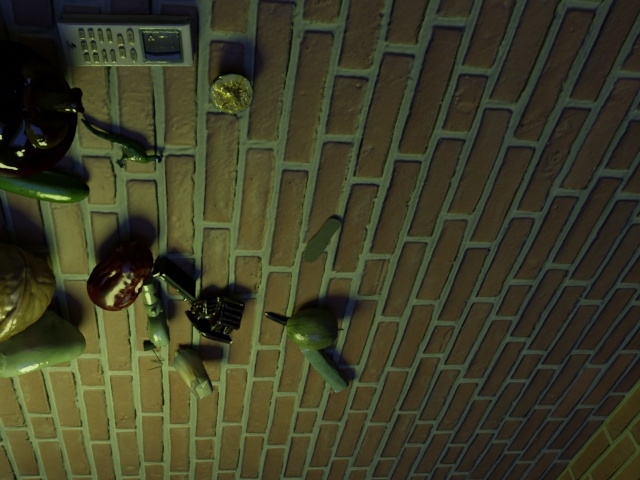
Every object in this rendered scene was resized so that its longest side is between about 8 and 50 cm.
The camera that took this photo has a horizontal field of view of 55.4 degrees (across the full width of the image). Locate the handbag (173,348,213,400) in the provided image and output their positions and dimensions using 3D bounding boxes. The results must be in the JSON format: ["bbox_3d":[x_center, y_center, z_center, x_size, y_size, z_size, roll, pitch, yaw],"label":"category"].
[{"bbox_3d":[-0.438,0.451,2.104,0.095,0.173,0.117,-30,148,-21],"label":"handbag"}]

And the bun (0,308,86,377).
[{"bbox_3d":[-0.876,0.300,1.864,0.293,0.293,0.187,-14,91,5],"label":"bun"}]

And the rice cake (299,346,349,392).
[{"bbox_3d":[0.017,0.461,2.238,0.066,0.063,0.336,-24,131,9],"label":"rice cake"}]

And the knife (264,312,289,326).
[{"bbox_3d":[-0.137,0.269,2.069,0.121,0.018,0.031,24,132,-26],"label":"knife"}]

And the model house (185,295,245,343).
[{"bbox_3d":[-0.329,0.233,1.947,0.165,0.106,0.152,20,129,-30],"label":"model house"}]

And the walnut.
[{"bbox_3d":[-0.900,0.142,1.683,0.313,0.252,0.277,-34,126,21],"label":"walnut"}]

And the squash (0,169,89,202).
[{"bbox_3d":[-0.742,-0.151,1.552,0.292,0.082,0.082,14,129,-20],"label":"squash"}]

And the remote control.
[{"bbox_3d":[-0.425,-0.440,1.349,0.277,0.055,0.103,-1,133,-7],"label":"remote control"}]

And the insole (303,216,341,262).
[{"bbox_3d":[0.000,0.000,1.846,0.063,0.010,0.192,18,127,-24],"label":"insole"}]

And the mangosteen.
[{"bbox_3d":[-0.663,-0.272,1.303,0.297,0.293,0.297,-31,144,-26],"label":"mangosteen"}]

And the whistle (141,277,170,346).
[{"bbox_3d":[-0.524,0.235,1.922,0.067,0.126,0.258,-13,120,-14],"label":"whistle"}]

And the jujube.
[{"bbox_3d":[-0.574,0.102,1.761,0.155,0.155,0.230,29,123,-30],"label":"jujube"}]

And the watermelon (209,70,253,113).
[{"bbox_3d":[-0.213,-0.357,1.452,0.105,0.062,0.105,-7,127,-9],"label":"watermelon"}]

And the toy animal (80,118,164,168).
[{"bbox_3d":[-0.510,-0.228,1.539,0.217,0.041,0.075,24,107,-25],"label":"toy animal"}]

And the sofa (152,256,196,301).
[{"bbox_3d":[-0.446,0.127,1.849,0.060,0.085,0.147,-30,130,15],"label":"sofa"}]

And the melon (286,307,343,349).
[{"bbox_3d":[-0.018,0.294,2.027,0.192,0.139,0.139,2,132,-6],"label":"melon"}]

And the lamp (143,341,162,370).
[{"bbox_3d":[-0.579,0.395,2.112,0.054,0.041,0.121,-7,130,-14],"label":"lamp"}]
